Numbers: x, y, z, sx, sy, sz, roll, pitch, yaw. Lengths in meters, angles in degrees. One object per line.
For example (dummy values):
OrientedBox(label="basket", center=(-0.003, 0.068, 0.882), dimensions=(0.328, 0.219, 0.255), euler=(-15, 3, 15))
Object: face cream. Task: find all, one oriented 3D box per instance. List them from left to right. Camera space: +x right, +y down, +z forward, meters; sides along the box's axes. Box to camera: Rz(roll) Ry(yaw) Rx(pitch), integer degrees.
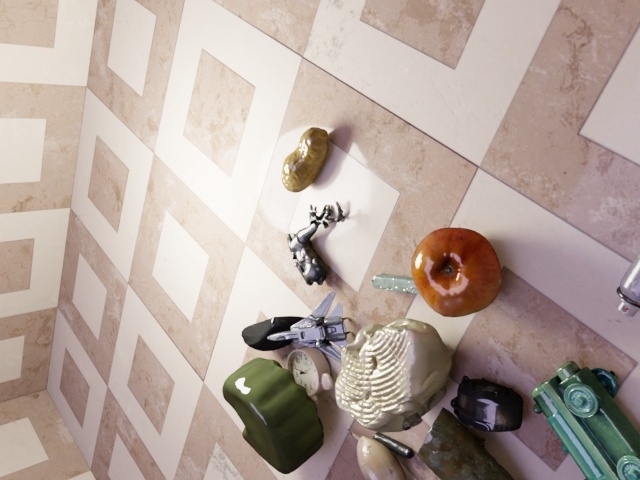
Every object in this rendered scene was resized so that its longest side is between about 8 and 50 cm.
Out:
OrientedBox(label="face cream", center=(0.622, 0.041, 1.097), dimensions=(0.075, 0.075, 0.229), euler=(39, 124, 34))

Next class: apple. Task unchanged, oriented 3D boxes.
OrientedBox(label="apple", center=(0.305, 0.072, 1.346), dimensions=(0.209, 0.164, 0.210), euler=(-2, 85, 20))

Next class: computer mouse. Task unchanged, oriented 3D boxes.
OrientedBox(label="computer mouse", center=(-0.152, 0.304, 1.897), dimensions=(0.269, 0.137, 0.087), euler=(-26, 64, 46))

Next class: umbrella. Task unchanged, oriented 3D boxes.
OrientedBox(label="umbrella", center=(0.202, 0.571, 1.658), dimensions=(0.133, 0.031, 0.036), euler=(14, 108, 45))

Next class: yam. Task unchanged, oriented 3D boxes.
OrientedBox(label="yam", center=(0.360, 0.541, 1.379), dimensions=(0.330, 0.133, 0.133), euler=(43, 129, 4))

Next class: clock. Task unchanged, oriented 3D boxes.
OrientedBox(label="clock", center=(-0.036, 0.407, 1.855), dimensions=(0.229, 0.063, 0.156), euler=(13, 109, 47))

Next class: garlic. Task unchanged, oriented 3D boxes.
OrientedBox(label="garlic", center=(0.151, 0.617, 1.665), dimensions=(0.148, 0.128, 0.267), euler=(-51, 57, 38))

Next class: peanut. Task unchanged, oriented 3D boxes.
OrientedBox(label="peanut", center=(-0.046, -0.230, 1.715), dimensions=(0.095, 0.108, 0.226), euler=(57, 130, 29))

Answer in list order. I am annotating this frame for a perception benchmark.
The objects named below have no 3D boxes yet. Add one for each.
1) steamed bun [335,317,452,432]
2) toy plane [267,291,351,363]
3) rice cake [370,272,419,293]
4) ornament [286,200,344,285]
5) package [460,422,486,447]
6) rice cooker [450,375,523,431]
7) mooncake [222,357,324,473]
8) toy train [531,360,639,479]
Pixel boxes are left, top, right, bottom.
OrientedBox(label="steamed bun", center=(0.200, 0.336, 1.498), dimensions=(0.320, 0.206, 0.275), euler=(-26, 63, 46))
OrientedBox(label="toy plane", center=(-0.046, 0.270, 1.739), dimensions=(0.267, 0.088, 0.212), euler=(-11, 88, 18))
OrientedBox(label="rice cake", center=(0.234, 0.115, 1.531), dimensions=(0.245, 0.045, 0.042), euler=(4, 103, 45))
OrientedBox(label="ornament", center=(0.000, 0.000, 1.728), dimensions=(0.236, 0.080, 0.202), euler=(-49, 59, 39))
OrientedBox(label="package", center=(0.343, 0.495, 1.487), dimensions=(0.131, 0.047, 0.071), euler=(31, 121, 36))
OrientedBox(label="rice cooker", center=(0.386, 0.381, 1.376), dimensions=(0.165, 0.112, 0.107), euler=(17, 104, 42))
OrientedBox(label="mooncake", center=(-0.141, 0.532, 1.836), dimensions=(0.351, 0.187, 0.351), euler=(38, 144, 35))
OrientedBox(label="toy train", center=(0.556, 0.398, 1.203), dimensions=(0.298, 0.120, 0.194), euler=(59, 137, 21))
